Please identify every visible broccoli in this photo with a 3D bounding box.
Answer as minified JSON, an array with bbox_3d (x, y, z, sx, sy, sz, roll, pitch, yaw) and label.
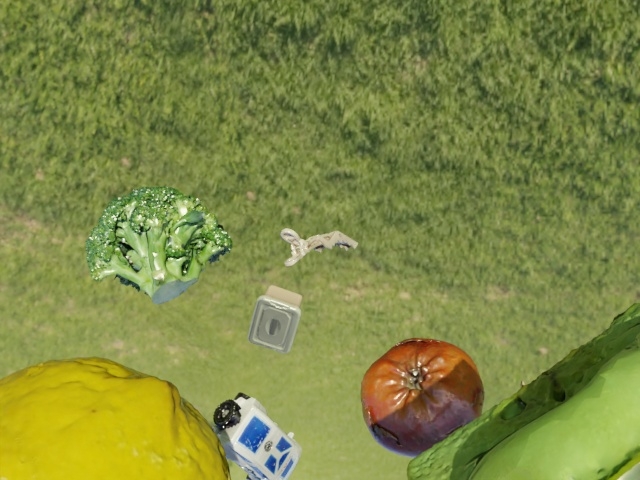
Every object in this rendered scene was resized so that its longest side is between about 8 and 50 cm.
[{"bbox_3d":[-0.225,0.010,0.987,0.195,0.156,0.195,-26,154,-14],"label":"broccoli"}]

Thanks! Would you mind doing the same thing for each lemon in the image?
[{"bbox_3d":[-0.245,0.277,0.681,0.336,0.336,0.336,8,155,4],"label":"lemon"}]

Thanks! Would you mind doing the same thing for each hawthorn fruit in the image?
[{"bbox_3d":[0.231,0.363,1.604,0.276,0.276,0.307,3,156,14],"label":"hawthorn fruit"}]

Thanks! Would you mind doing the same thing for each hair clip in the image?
[{"bbox_3d":[0.000,0.000,1.429,0.034,0.072,0.226,-16,178,39],"label":"hair clip"}]

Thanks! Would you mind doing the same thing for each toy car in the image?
[{"bbox_3d":[-0.082,0.266,0.936,0.070,0.080,0.171,11,146,42],"label":"toy car"}]

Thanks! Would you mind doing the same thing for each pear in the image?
[{"bbox_3d":[0.277,0.241,0.667,0.342,0.238,0.318,-36,-179,3],"label":"pear"}]

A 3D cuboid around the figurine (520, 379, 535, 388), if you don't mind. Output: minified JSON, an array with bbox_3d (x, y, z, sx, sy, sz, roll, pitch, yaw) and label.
[{"bbox_3d":[0.522,0.332,1.504,0.176,0.122,0.121,-18,172,-1],"label":"figurine"}]

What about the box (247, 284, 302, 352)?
[{"bbox_3d":[-0.084,0.149,1.384,0.089,0.062,0.122,18,126,1],"label":"box"}]
